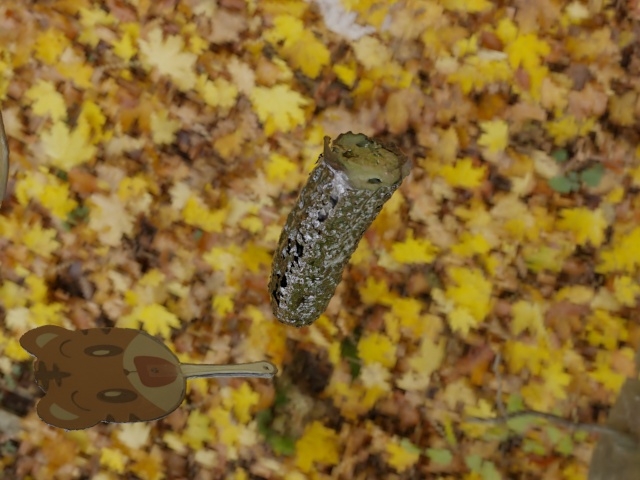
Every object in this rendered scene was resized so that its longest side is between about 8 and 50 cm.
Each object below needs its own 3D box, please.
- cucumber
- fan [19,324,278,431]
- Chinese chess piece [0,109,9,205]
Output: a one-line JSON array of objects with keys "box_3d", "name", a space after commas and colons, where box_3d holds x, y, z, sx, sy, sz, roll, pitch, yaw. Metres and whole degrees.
[{"box_3d": [0.000, -0.003, 0.805, 0.067, 0.067, 0.245, 22, 148, -5], "name": "cucumber"}, {"box_3d": [-0.147, 0.117, 0.970, 0.227, 0.152, 0.008, 1, 119, -23], "name": "fan"}, {"box_3d": [-0.310, -0.056, 0.635, 0.250, 0.249, 0.103, 35, 148, -27], "name": "Chinese chess piece"}]
